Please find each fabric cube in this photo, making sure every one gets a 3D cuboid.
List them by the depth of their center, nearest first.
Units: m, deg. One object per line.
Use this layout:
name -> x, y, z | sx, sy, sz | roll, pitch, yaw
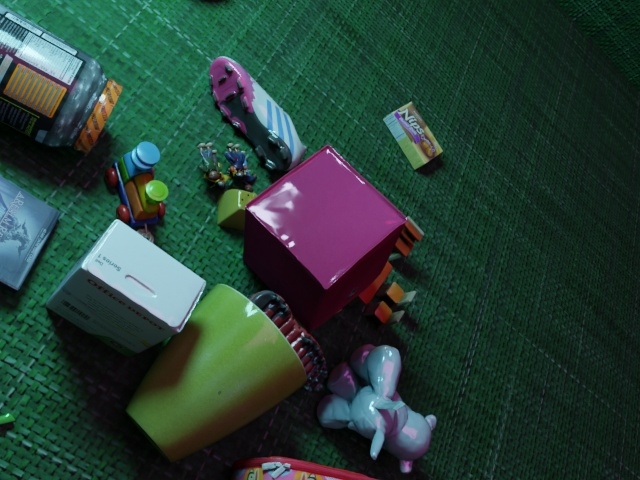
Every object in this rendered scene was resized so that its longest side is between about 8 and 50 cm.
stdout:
fabric cube -> 0.000, 0.000, 1.457 | 0.254, 0.258, 0.259 | -38, 74, -24

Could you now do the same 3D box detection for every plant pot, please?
plant pot -> -0.225, 0.285, 1.284 | 0.293, 0.274, 0.275 | -42, 98, -24
plant pot -> -0.191, -0.080, 1.546 | 0.081, 0.083, 0.081 | 11, 65, -30

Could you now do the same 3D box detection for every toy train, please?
toy train -> -0.365, -0.076, 1.382 | 0.105, 0.143, 0.248 | -13, 79, -37

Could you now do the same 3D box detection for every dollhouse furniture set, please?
dollhouse furniture set -> 0.153, 0.056, 1.699 | 0.262, 0.135, 0.259 | 47, 52, -10

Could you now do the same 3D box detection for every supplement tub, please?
supplement tub -> -0.585, -0.323, 1.288 | 0.337, 0.207, 0.207 | 29, 57, -24

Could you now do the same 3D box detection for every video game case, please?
video game case -> -0.648, -0.050, 1.209 | 0.274, 0.026, 0.196 | 36, 46, -27

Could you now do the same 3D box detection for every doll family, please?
doll family -> -0.222, -0.169, 1.569 | 0.192, 0.076, 0.111 | -8, 72, -40

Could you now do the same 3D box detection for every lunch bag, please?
lunch bag -> -0.022, 0.516, 1.308 | 0.293, 0.258, 0.120 | 23, 60, -27

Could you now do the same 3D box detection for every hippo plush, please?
hippo plush -> 0.168, 0.387, 1.501 | 0.236, 0.294, 0.234 | 36, 76, -28

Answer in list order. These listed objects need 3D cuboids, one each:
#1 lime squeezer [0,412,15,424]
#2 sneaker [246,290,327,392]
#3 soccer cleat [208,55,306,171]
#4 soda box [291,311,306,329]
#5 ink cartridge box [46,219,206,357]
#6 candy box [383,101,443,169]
lime squeezer -> -0.668, 0.362, 1.060 | 0.310, 0.058, 0.110 | -45, 130, -40
sneaker -> -0.085, 0.220, 1.437 | 0.097, 0.135, 0.276 | -42, 111, -21
soccer cleat -> -0.159, -0.325, 1.666 | 0.331, 0.116, 0.143 | 56, 35, -6
soda box -> -0.038, 0.180, 1.563 | 0.181, 0.058, 0.061 | -23, 86, -40
ink cartridge box -> -0.370, 0.101, 1.220 | 0.201, 0.278, 0.117 | 38, 55, -17
candy box -> 0.286, -0.324, 2.002 | 0.109, 0.053, 0.187 | -34, 94, -39
